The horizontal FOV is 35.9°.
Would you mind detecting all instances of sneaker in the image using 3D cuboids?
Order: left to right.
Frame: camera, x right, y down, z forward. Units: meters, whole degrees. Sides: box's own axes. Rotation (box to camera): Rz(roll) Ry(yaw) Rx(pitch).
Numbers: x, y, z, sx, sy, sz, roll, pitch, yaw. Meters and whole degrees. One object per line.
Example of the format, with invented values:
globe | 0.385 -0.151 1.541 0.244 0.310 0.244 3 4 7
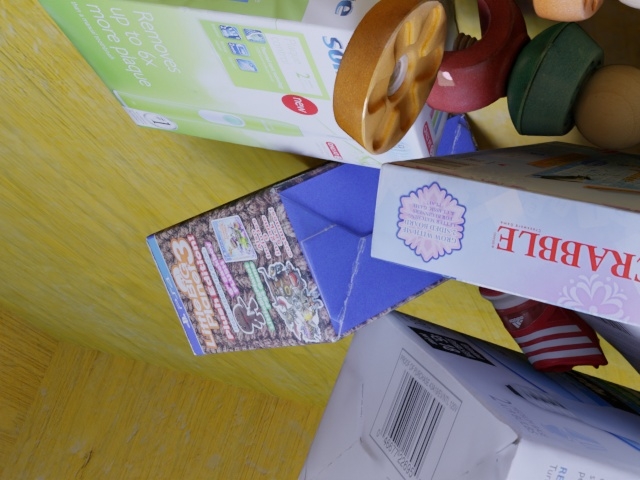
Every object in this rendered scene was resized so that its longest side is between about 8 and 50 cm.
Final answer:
sneaker | 0.234 0.051 0.945 0.087 0.221 0.128 -17 103 45

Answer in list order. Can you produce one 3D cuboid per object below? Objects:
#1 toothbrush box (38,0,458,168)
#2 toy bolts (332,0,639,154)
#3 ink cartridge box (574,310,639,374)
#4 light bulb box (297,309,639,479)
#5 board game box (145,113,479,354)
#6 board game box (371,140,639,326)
toothbrush box | -0.046 -0.168 0.784 0.283 0.122 0.206 11 160 19
toy bolts | 0.137 -0.114 0.637 0.158 0.218 0.228 27 172 22
ink cartridge box | 0.343 0.115 0.772 0.261 0.066 0.296 40 176 -29
light bulb box | 0.211 0.250 0.878 0.361 0.225 0.358 19 -173 -19
board game box | 0.000 0.000 0.991 0.291 0.232 0.141 -15 99 57
board game box | 0.248 -0.004 0.650 0.318 0.066 0.319 14 -165 31
